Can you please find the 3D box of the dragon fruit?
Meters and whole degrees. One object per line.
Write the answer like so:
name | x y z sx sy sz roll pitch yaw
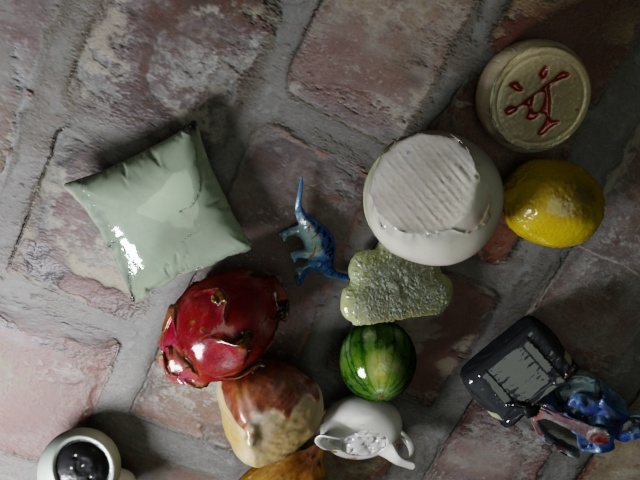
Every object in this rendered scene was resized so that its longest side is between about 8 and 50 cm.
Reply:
dragon fruit | -0.219 0.190 1.523 0.315 0.250 0.250 -15 110 5

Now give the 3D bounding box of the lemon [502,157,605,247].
lemon | 0.525 -0.085 1.556 0.260 0.204 0.204 14 106 -12

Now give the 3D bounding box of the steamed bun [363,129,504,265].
steamed bun | 0.253 -0.079 1.498 0.309 0.309 0.309 -3 109 -8

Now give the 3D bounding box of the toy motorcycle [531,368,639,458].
toy motorcycle | 0.682 0.448 1.799 0.319 0.241 0.182 36 60 -15

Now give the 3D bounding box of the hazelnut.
hazelnut | -0.130 0.400 1.604 0.261 0.241 0.261 0 108 -1

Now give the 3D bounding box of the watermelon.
watermelon | 0.136 0.275 1.638 0.188 0.215 0.188 0 141 0

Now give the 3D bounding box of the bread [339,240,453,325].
bread | 0.175 0.087 1.606 0.286 0.056 0.207 -10 90 -17

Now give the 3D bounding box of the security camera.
security camera | -0.558 0.555 1.624 0.194 0.194 0.236 -24 105 0

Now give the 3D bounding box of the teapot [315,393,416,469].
teapot | 0.112 0.473 1.698 0.298 0.139 0.204 17 124 -22

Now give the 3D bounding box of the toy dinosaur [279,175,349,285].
toy dinosaur | -0.020 0.025 1.582 0.144 0.076 0.329 -34 113 -4

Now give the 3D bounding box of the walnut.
walnut | -0.104 0.637 1.712 0.209 0.209 0.336 40 91 -18

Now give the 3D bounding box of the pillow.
pillow | -0.339 -0.054 1.482 0.310 0.119 0.312 -23 110 3

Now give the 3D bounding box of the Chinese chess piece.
Chinese chess piece | 0.469 -0.319 1.523 0.249 0.103 0.250 -2 110 -6

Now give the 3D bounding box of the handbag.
handbag | 0.488 0.324 1.693 0.254 0.181 0.181 -41 89 5
